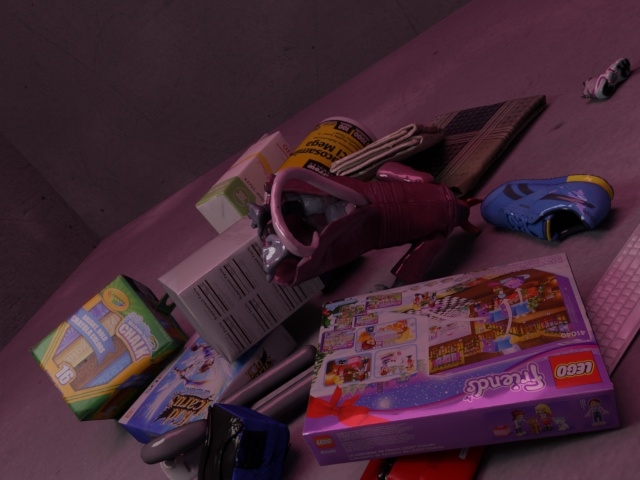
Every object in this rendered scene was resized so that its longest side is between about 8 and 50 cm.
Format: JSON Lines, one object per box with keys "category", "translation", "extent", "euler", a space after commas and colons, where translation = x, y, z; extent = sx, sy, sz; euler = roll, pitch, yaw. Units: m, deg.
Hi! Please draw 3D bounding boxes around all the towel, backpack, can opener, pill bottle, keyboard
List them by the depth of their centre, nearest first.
{"category": "keyboard", "translation": [0.340, 0.050, 0.671], "extent": [0.256, 0.014, 0.072], "euler": [-46, 22, -21]}
{"category": "backpack", "translation": [-0.096, 0.280, 0.779], "extent": [0.098, 0.101, 0.120], "euler": [-3, 71, 61]}
{"category": "can opener", "translation": [-0.111, 0.247, 0.864], "extent": [0.280, 0.074, 0.093], "euler": [-32, -13, -6]}
{"category": "towel", "translation": [0.136, -0.167, 1.182], "extent": [0.187, 0.049, 0.282], "euler": [-23, 2, 23]}
{"category": "towel", "translation": [0.264, -0.174, 1.258], "extent": [0.324, 0.056, 0.312], "euler": [-44, 24, -25]}
{"category": "pill bottle", "translation": [-0.006, -0.116, 1.358], "extent": [0.188, 0.188, 0.334], "euler": [-17, 28, 43]}

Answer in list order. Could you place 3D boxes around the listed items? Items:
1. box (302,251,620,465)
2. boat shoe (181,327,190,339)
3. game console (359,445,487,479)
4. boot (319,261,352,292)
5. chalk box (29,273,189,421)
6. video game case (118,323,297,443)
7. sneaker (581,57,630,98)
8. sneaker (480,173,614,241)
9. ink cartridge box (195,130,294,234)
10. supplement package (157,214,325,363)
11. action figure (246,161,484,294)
{"category": "box", "translation": [0.135, 0.123, 0.656], "extent": [0.293, 0.057, 0.201], "euler": [-13, 32, 17]}
{"category": "boat shoe", "translation": [-0.384, 0.220, 1.406], "extent": [0.076, 0.083, 0.226], "euler": [-47, 23, -27]}
{"category": "game console", "translation": [0.117, 0.223, 0.666], "extent": [0.124, 0.085, 0.144], "euler": [16, 50, 27]}
{"category": "boot", "translation": [0.000, 0.000, 1.091], "extent": [0.082, 0.219, 0.106], "euler": [15, 62, 37]}
{"category": "chalk box", "translation": [-0.380, 0.197, 1.229], "extent": [0.289, 0.179, 0.180], "euler": [-40, -14, -6]}
{"category": "video game case", "translation": [-0.202, 0.250, 1.072], "extent": [0.269, 0.061, 0.244], "euler": [-12, 33, 50]}
{"category": "sneaker", "translation": [0.504, -0.290, 1.102], "extent": [0.098, 0.038, 0.069], "euler": [-43, 22, -17]}
{"category": "sneaker", "translation": [0.297, -0.038, 0.857], "extent": [0.082, 0.069, 0.209], "euler": [-52, 24, -25]}
{"category": "ink cartridge box", "translation": [-0.128, -0.131, 1.566], "extent": [0.119, 0.207, 0.353], "euler": [-20, 27, 42]}
{"category": "supplement package", "translation": [-0.141, 0.074, 1.059], "extent": [0.203, 0.149, 0.194], "euler": [-38, 17, -17]}
{"category": "action figure", "translation": [0.084, -0.052, 0.913], "extent": [0.370, 0.248, 0.276], "euler": [-6, -22, -12]}
